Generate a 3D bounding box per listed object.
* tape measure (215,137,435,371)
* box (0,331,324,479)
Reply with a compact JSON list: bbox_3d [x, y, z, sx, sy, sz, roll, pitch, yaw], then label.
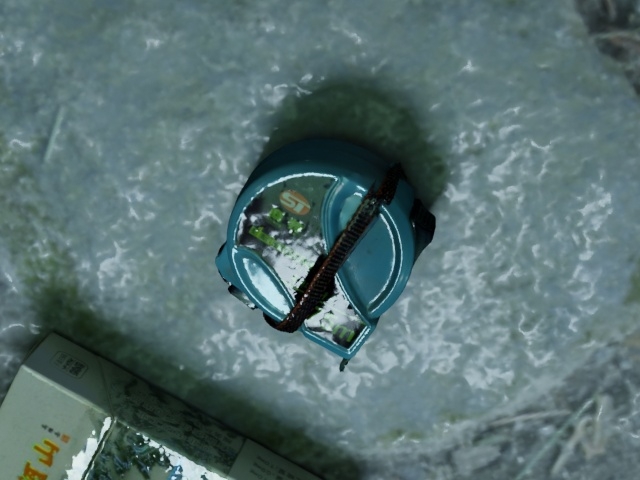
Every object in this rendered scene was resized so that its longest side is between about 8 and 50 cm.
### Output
[{"bbox_3d":[0.000,0.000,1.318,0.125,0.081,0.146,32,113,-4],"label":"tape measure"},{"bbox_3d":[-0.125,0.199,1.426,0.256,0.069,0.164,29,113,0],"label":"box"}]
